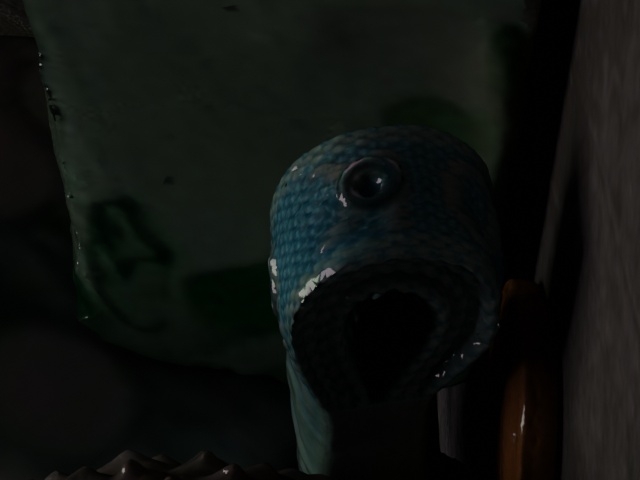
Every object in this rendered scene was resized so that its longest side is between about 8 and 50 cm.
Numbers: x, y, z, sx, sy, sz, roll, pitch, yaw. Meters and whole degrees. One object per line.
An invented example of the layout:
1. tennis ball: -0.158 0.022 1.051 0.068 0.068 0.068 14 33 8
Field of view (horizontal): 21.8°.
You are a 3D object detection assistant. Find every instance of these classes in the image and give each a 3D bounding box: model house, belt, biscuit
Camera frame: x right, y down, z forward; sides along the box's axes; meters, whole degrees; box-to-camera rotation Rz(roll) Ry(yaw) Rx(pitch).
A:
1. model house: 0.003 -0.135 0.765 0.267 0.194 0.325 91 -173 -50
2. belt: 0.027 0.071 0.671 0.302 0.087 0.072 88 172 -54
3. biscuit: 0.078 0.067 0.658 0.130 0.019 0.102 -72 -16 -85

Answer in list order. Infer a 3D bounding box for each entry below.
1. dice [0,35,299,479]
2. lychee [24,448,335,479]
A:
1. dice: -0.164 0.113 0.913 0.328 0.330 0.348 -37 -27 -49
2. lychee: -0.050 0.223 0.586 0.300 0.300 0.300 1 -90 -89
